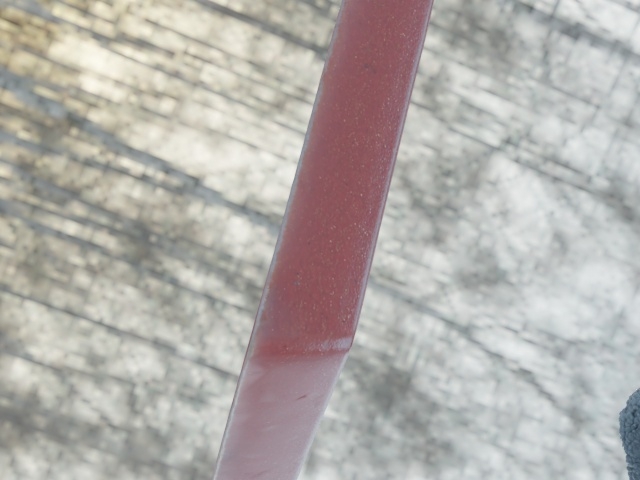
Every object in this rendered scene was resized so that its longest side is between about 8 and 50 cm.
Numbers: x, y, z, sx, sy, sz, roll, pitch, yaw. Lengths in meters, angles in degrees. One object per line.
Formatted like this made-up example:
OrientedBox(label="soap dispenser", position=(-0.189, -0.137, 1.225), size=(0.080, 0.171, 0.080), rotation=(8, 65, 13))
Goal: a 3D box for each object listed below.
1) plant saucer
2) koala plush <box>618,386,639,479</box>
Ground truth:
OrientedBox(label="plant saucer", position=(0.000, 0.000, 0.881), size=(0.259, 0.047, 0.258), rotation=(106, -2, -61))
OrientedBox(label="koala plush", position=(0.361, 0.197, 1.453), size=(0.221, 0.196, 0.203), rotation=(-41, 135, -63))
